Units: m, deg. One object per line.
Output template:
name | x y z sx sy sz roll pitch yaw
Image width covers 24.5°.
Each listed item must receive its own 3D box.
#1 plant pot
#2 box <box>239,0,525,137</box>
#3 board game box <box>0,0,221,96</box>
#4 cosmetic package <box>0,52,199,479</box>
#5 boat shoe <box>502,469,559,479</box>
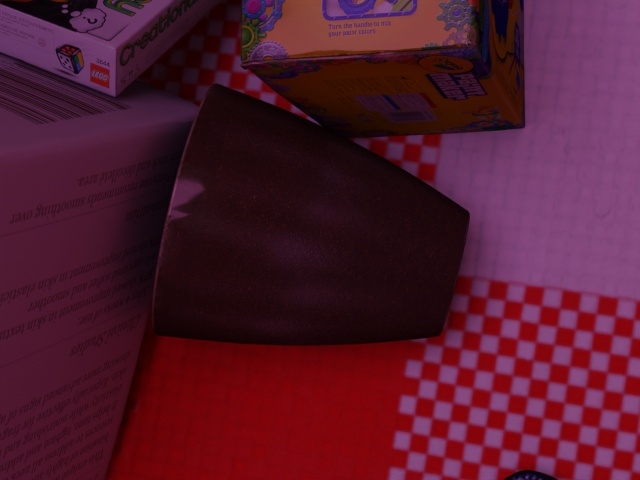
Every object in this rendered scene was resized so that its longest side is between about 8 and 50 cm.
plant pot | 0.000 0.000 1.220 0.230 0.215 0.215 13 86 3
box | 0.059 -0.247 1.177 0.177 0.290 0.279 -2 83 14
board game box | -0.173 -0.246 1.261 0.193 0.053 0.305 22 44 16
cosmetic package | -0.345 0.038 1.178 0.327 0.329 0.394 22 107 16
boat shoe | 0.229 0.289 1.167 0.109 0.089 0.258 -42 75 6
